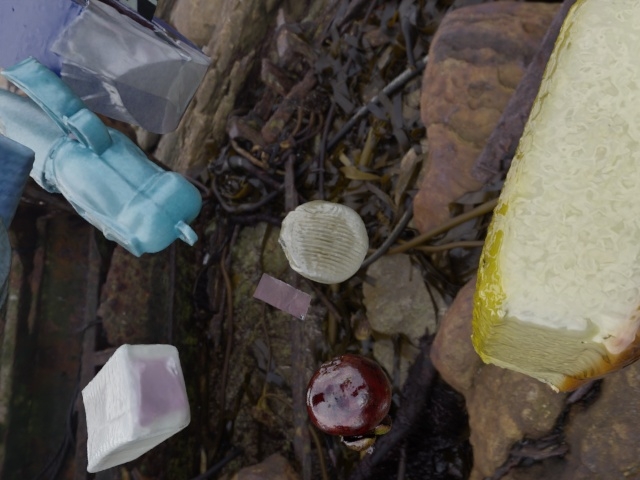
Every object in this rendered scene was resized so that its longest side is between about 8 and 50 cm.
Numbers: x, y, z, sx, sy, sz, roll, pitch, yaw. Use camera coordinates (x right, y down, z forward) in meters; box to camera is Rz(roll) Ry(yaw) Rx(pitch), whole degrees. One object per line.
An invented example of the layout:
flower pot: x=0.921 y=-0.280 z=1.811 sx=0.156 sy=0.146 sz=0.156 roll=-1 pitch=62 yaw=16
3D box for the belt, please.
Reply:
belt: x=-0.314 y=-0.269 z=0.587 sx=0.117 sy=0.346 sz=0.212 roll=-54 pitch=28 yaw=19

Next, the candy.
candy: x=-0.445 y=0.396 z=1.126 sx=0.358 sy=0.145 sz=0.208 roll=-42 pitch=55 yaw=39

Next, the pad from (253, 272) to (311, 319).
pad: x=-0.126 y=0.189 z=1.606 sx=0.006 sy=0.187 sz=0.113 roll=-58 pitch=9 yaw=43

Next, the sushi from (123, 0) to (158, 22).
sushi: x=-0.218 y=-0.257 z=0.378 sx=0.051 sy=0.192 sz=0.215 roll=-61 pitch=23 yaw=-11

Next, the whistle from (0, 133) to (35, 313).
whistle: x=-0.225 y=0.034 z=0.274 sx=0.269 sy=0.093 sz=0.180 roll=-35 pitch=44 yaw=40

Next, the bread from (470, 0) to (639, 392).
bread: x=0.265 y=-0.022 z=0.489 sx=0.143 sy=0.333 sz=0.324 roll=18 pitch=77 yaw=23

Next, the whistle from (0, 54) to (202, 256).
whistle: x=-0.235 y=-0.072 z=0.484 sx=0.093 sy=0.273 sz=0.186 roll=-53 pitch=-10 yaw=-25

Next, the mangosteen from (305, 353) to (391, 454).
mangosteen: x=0.085 y=0.414 z=1.194 sx=0.215 sy=0.215 sz=0.258 roll=-20 pitch=101 yaw=46

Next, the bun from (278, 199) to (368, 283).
bun: x=0.000 y=0.000 z=0.937 sx=0.167 sy=0.173 sz=0.113 roll=-51 pitch=14 yaw=-15
